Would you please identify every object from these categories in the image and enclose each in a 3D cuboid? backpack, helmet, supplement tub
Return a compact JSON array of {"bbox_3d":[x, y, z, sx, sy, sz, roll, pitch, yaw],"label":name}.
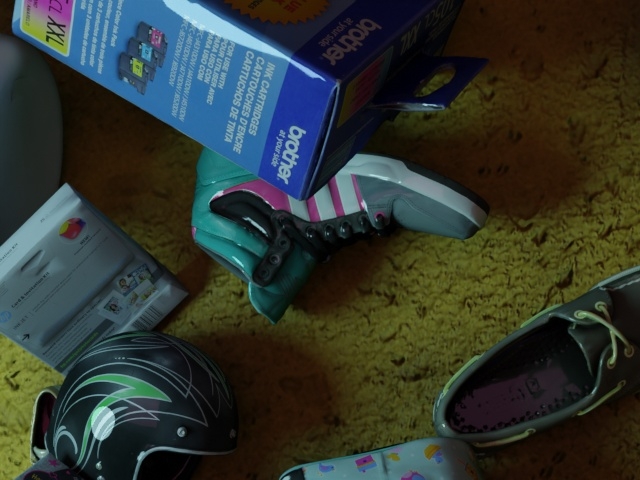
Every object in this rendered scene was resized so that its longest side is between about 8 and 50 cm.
[{"bbox_3d":[0.070,0.265,1.218,0.188,0.166,0.144,-20,45,-4],"label":"backpack"},{"bbox_3d":[-0.164,0.165,1.277,0.169,0.169,0.161,44,103,13],"label":"helmet"},{"bbox_3d":[-0.445,-0.094,1.320,0.331,0.241,0.241,7,82,10],"label":"supplement tub"}]

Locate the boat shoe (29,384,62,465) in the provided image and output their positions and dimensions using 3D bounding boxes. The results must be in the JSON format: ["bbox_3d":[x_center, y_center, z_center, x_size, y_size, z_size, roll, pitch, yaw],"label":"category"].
[{"bbox_3d":[-0.269,0.211,1.343,0.050,0.045,0.135,-7,80,7],"label":"boat shoe"}]

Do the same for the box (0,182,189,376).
[{"bbox_3d":[-0.234,0.050,1.297,0.145,0.186,0.038,-45,49,0],"label":"box"}]

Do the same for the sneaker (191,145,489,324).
[{"bbox_3d":[0.000,0.000,1.296,0.295,0.124,0.178,14,78,18],"label":"sneaker"}]

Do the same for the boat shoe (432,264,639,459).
[{"bbox_3d":[0.242,0.109,1.260,0.305,0.091,0.109,-30,78,3],"label":"boat shoe"}]

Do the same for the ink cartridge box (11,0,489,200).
[{"bbox_3d":[-0.044,-0.211,1.262,0.395,0.151,0.270,32,45,12],"label":"ink cartridge box"}]

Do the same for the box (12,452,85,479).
[{"bbox_3d":[-0.263,0.345,1.219,0.163,0.142,0.247,35,121,13],"label":"box"}]
